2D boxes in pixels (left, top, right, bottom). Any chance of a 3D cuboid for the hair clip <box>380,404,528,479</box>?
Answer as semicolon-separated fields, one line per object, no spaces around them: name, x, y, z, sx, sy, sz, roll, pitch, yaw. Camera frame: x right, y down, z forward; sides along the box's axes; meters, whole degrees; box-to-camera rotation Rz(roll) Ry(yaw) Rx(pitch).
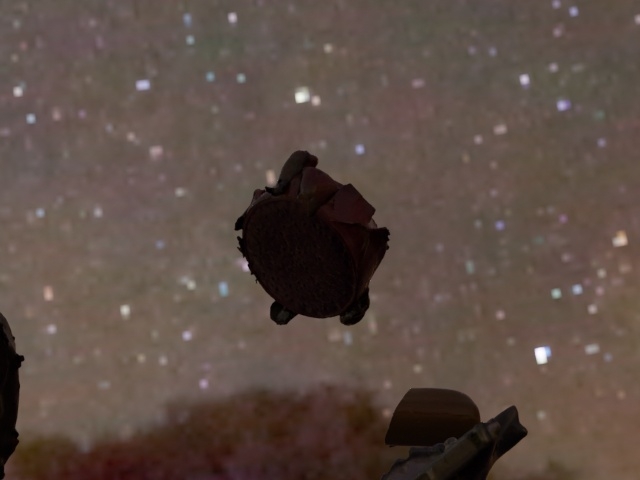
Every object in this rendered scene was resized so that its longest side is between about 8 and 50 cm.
hair clip;0.053;0.239;1.492;0.292;0.106;0.084;-36;-25;13

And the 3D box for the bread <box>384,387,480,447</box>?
bread;0.096;0.161;1.655;0.103;0.062;0.049;5;-58;-25

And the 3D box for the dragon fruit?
dragon fruit;0.002;-0.003;1.258;0.112;0.126;0.068;7;36;35

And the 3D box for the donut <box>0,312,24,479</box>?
donut;-0.371;0.161;1.605;0.103;0.269;0.270;17;-7;27
